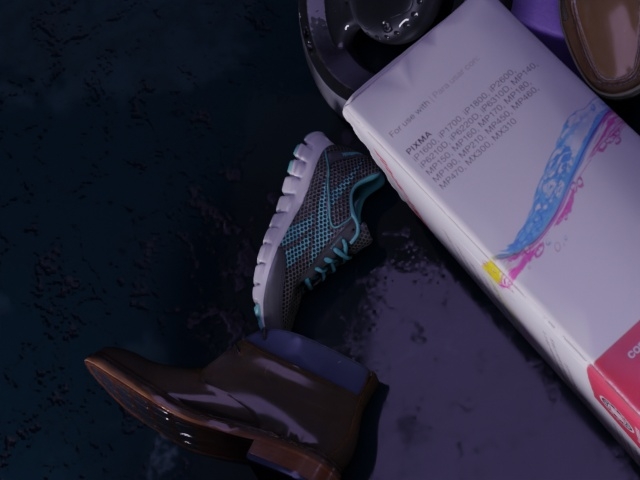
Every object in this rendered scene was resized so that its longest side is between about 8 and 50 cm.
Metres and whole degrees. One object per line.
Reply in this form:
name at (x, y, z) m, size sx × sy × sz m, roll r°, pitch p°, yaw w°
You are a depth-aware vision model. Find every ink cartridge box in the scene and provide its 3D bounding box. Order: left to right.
ink cartridge box at (0.176, 0.009, 0.993) m, size 0.131 × 0.226 × 0.306 m, roll -40°, pitch 67°, yaw 1°

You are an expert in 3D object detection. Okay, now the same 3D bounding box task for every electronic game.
electronic game at (0.060, -0.194, 1.133) m, size 0.229 × 0.048 × 0.229 m, roll 0°, pitch 90°, yaw 50°

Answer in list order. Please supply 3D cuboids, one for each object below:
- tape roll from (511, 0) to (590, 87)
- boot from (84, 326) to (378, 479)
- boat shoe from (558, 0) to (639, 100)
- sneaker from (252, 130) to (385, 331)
tape roll at (0.236, -0.256, 1.134) m, size 0.274 × 0.090 × 0.275 m, roll -4°, pitch 72°, yaw 14°
boot at (-0.064, 0.108, 1.123) m, size 0.219 × 0.082 × 0.106 m, roll 25°, pitch 66°, yaw 17°
boat shoe at (0.192, -0.192, 1.039) m, size 0.068 × 0.072 × 0.190 m, roll -12°, pitch 70°, yaw 12°
sneaker at (0.000, 0.000, 1.138) m, size 0.076 × 0.065 × 0.167 m, roll 15°, pitch 80°, yaw 15°
